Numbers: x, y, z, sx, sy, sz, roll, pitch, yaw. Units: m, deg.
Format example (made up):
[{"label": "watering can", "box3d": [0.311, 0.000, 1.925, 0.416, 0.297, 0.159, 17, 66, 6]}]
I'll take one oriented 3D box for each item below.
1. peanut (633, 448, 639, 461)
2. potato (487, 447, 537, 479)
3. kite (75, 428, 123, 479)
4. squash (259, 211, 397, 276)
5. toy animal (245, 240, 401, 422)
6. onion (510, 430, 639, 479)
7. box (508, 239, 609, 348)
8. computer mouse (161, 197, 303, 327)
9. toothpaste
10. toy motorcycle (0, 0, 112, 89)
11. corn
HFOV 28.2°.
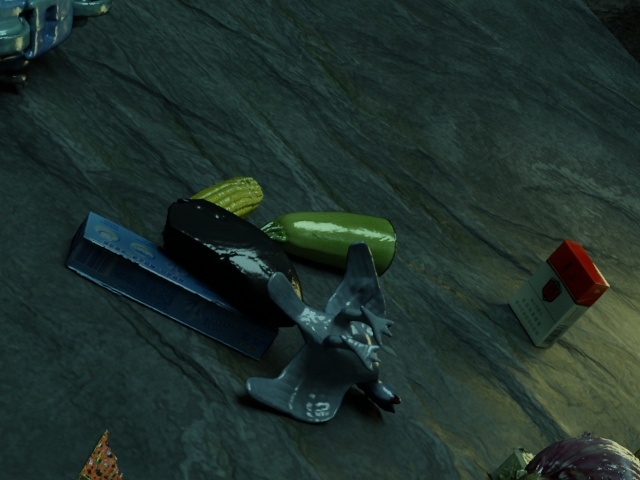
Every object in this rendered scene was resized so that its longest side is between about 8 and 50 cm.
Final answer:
[{"label": "peanut", "box3d": [0.530, 0.358, 1.845, 0.305, 0.147, 0.147, 14, 36, -37]}, {"label": "potato", "box3d": [0.289, 0.331, 1.688, 0.122, 0.061, 0.086, 23, 30, -28]}, {"label": "kite", "box3d": [-0.215, 0.276, 1.240, 0.125, 0.008, 0.222, 5, 43, -46]}, {"label": "squash", "box3d": [0.000, 0.000, 1.832, 0.224, 0.094, 0.094, 7, 40, -34]}, {"label": "toy animal", "box3d": [0.017, 0.135, 1.571, 0.255, 0.176, 0.239, 41, 63, -10]}, {"label": "onion", "box3d": [0.383, 0.389, 1.535, 0.348, 0.159, 0.267, 44, 34, -12]}, {"label": "box", "box3d": [0.383, 0.088, 2.057, 0.048, 0.152, 0.100, 8, 40, -40]}, {"label": "computer mouse", "box3d": [-0.099, 0.020, 1.583, 0.217, 0.073, 0.122, 37, 22, 2]}, {"label": "toothpaste", "box3d": [-0.177, 0.058, 1.565, 0.272, 0.053, 0.066, 28, 25, -17]}, {"label": "toy motorcycle", "box3d": [-0.441, -0.326, 1.689, 0.241, 0.182, 0.319, 40, 29, 3]}, {"label": "corn", "box3d": [-0.138, -0.043, 1.742, 0.067, 0.067, 0.206, 41, 27, 6]}]
